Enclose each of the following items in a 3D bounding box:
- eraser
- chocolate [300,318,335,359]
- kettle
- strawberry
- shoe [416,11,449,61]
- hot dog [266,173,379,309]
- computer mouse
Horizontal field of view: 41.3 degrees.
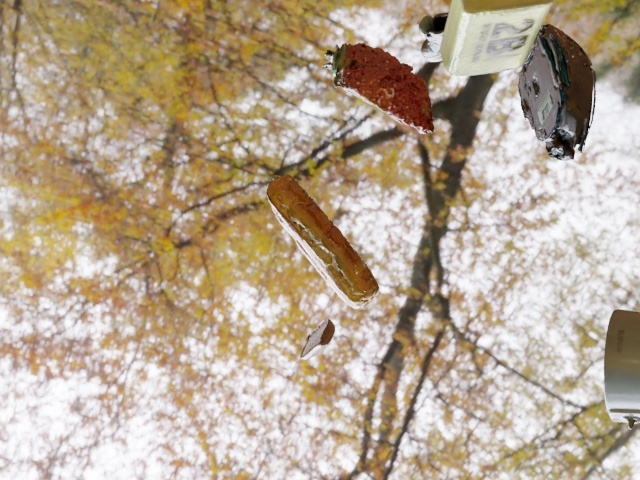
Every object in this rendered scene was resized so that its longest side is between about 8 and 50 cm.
[{"bbox_3d":[0.226,-0.279,1.108,0.117,0.172,0.058,-9,-106,-3],"label":"eraser"},{"bbox_3d":[-0.002,0.185,1.537,0.031,0.101,0.064,33,-130,-8],"label":"chocolate"},{"bbox_3d":[0.523,0.203,1.168,0.243,0.160,0.211,2,-125,31],"label":"kettle"},{"bbox_3d":[0.092,-0.239,1.276,0.140,0.085,0.192,20,-164,-46],"label":"strawberry"},{"bbox_3d":[0.248,-0.439,1.787,0.099,0.169,0.071,22,-109,-25],"label":"shoe"},{"bbox_3d":[0.000,0.000,1.401,0.269,0.072,0.115,52,180,5],"label":"hot dog"},{"bbox_3d":[0.369,-0.229,1.297,0.077,0.146,0.242,-1,-117,-9],"label":"computer mouse"}]
